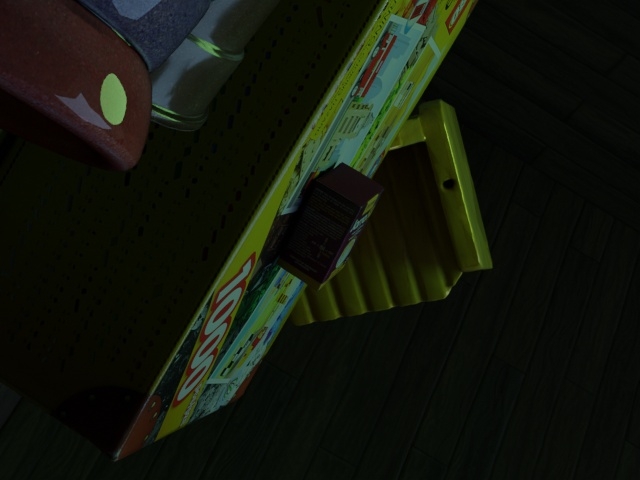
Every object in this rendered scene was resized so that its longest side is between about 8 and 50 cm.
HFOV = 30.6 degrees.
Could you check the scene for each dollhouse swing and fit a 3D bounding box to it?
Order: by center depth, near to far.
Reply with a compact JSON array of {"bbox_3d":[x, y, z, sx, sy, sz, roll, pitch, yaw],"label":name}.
[{"bbox_3d":[0.000,0.000,1.375,0.347,0.315,0.305,-12,-161,14],"label":"dollhouse swing"}]

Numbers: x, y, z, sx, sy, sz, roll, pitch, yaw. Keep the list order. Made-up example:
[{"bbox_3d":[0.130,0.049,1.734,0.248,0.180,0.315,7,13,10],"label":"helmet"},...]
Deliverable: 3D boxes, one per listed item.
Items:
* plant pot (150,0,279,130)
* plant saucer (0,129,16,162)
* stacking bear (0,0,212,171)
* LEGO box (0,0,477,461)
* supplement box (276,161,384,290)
[{"bbox_3d":[-0.063,-0.167,0.550,0.165,0.167,0.167,-44,-172,14],"label":"plant pot"},{"bbox_3d":[-0.263,-0.047,0.877,0.241,0.037,0.241,-58,-175,9],"label":"plant saucer"},{"bbox_3d":[-0.071,-0.186,0.402,0.289,0.164,0.175,-64,-175,-7],"label":"stacking bear"},{"bbox_3d":[-0.066,-0.099,0.995,0.500,0.193,0.372,-59,171,5],"label":"LEGO box"},{"bbox_3d":[0.008,-0.011,0.918,0.055,0.043,0.083,-39,158,-59],"label":"supplement box"}]
